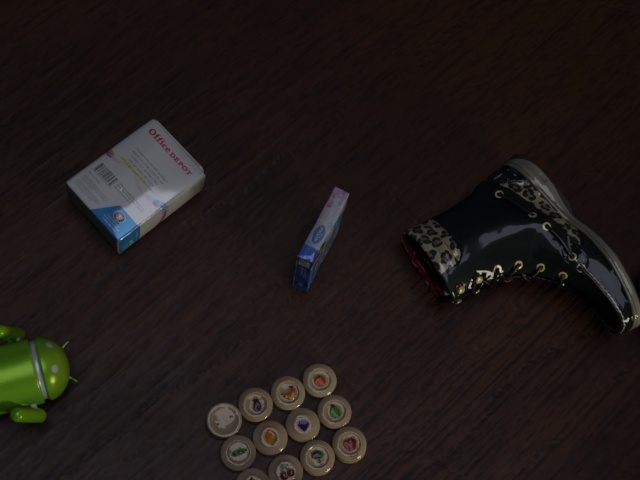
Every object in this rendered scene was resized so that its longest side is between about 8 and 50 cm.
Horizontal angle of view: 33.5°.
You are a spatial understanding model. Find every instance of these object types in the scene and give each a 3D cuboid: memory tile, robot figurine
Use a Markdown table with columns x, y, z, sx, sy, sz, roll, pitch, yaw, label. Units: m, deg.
| x | y | z | sx | sy | sz | roll | pitch | yaw | label |
| --- | --- | --- | --- | --- | --- | --- | --- | --- | --- |
| -0.035 | 0.198 | 1.103 | 0.148 | 0.012 | 0.113 | -21 | 74 | -15 | memory tile |
| -0.302 | 0.134 | 1.054 | 0.115 | 0.067 | 0.101 | -14 | 71 | -14 | robot figurine |

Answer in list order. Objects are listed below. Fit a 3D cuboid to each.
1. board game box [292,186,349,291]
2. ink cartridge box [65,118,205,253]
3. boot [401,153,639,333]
| x | y | z | sx | sy | sz | roll | pitch | yaw | label |
| --- | --- | --- | --- | --- | --- | --- | --- | --- | --- |
| 0.000 | 0.000 | 1.140 | 0.020 | 0.090 | 0.090 | 25 | 68 | 5 | board game box |
| -0.198 | -0.059 | 1.151 | 0.122 | 0.052 | 0.088 | -40 | 81 | -19 | ink cartridge box |
| 0.218 | 0.036 | 1.167 | 0.178 | 0.085 | 0.236 | -30 | 71 | -16 | boot |
